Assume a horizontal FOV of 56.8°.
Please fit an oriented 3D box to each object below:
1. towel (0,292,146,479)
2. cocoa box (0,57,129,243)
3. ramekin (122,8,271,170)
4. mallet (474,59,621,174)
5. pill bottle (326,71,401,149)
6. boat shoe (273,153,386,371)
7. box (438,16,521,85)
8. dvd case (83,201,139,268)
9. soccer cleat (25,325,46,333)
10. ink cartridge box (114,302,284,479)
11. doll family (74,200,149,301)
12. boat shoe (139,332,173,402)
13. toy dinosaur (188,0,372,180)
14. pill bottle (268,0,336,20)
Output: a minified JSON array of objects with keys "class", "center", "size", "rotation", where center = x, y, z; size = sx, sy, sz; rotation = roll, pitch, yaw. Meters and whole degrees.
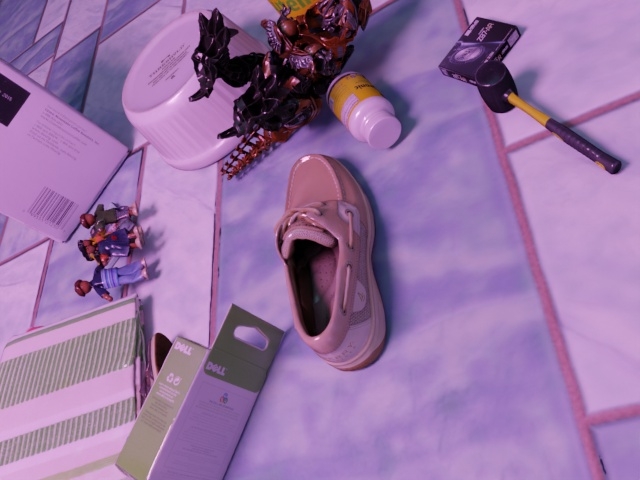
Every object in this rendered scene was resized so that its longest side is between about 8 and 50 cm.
[{"class":"towel","center":[-0.348,0.245,0.812],"size":[0.247,0.038,0.325],"rotation":[-19,53,4]},{"class":"cocoa box","center":[-0.591,-0.197,1.097],"size":[0.228,0.347,0.231],"rotation":[29,84,44]},{"class":"ramekin","center":[-0.215,-0.264,1.003],"size":[0.272,0.127,0.273],"rotation":[-19,55,28]},{"class":"mallet","center":[0.243,-0.126,0.638],"size":[0.039,0.062,0.190],"rotation":[-45,61,8]},{"class":"pill bottle","center":[0.058,-0.169,0.779],"size":[0.065,0.065,0.116],"rotation":[-41,47,10]},{"class":"boat shoe","center":[0.000,0.000,0.697],"size":[0.109,0.098,0.302],"rotation":[-26,51,23]},{"class":"box","center":[0.199,-0.238,0.745],"size":[0.083,0.018,0.067],"rotation":[-52,46,0]},{"class":"dvd case","center":[-0.371,-0.011,1.049],"size":[0.119,0.013,0.087],"rotation":[35,87,43]},{"class":"soccer cleat","center":[-0.483,0.252,0.932],"size":[0.095,0.083,0.248],"rotation":[19,74,38]},{"class":"ink cartridge box","center":[-0.133,0.178,0.683],"size":[0.062,0.109,0.209],"rotation":[11,72,40]},{"class":"doll family","center":[-0.339,0.015,0.943],"size":[0.111,0.076,0.193],"rotation":[-13,37,-11]},{"class":"boat shoe","center":[-0.212,0.192,0.773],"size":[0.049,0.056,0.152],"rotation":[-30,49,13]},{"class":"toy dinosaur","center":[-0.050,-0.209,0.819],"size":[0.164,0.218,0.322],"rotation":[29,113,30]},{"class":"pill bottle","center":[-0.049,-0.433,0.895],"size":[0.136,0.245,0.136],"rotation":[-19,54,28]}]
